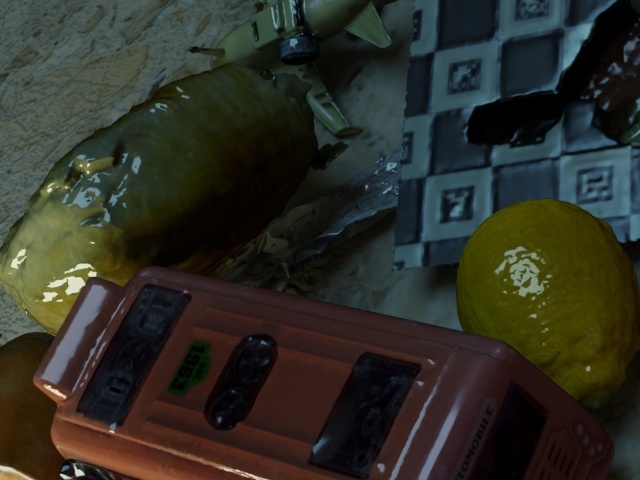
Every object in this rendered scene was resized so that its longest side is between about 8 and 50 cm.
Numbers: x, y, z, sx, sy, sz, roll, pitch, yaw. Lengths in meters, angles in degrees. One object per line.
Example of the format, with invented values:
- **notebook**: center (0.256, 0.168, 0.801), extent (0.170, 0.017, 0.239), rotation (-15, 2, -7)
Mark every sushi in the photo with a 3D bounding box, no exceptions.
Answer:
- **sushi**: center (0.245, -0.139, 1.508), extent (0.359, 0.064, 0.343), rotation (-8, 63, 27)

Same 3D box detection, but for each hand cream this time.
- **hand cream**: center (-0.002, -0.002, 1.607), extent (0.257, 0.050, 0.084), rotation (-36, 40, 3)

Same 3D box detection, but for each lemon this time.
- **lemon**: center (0.178, 0.052, 1.359), extent (0.142, 0.142, 0.187), rotation (-29, 56, 15)

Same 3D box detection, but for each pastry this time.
- **pastry**: center (-0.145, -0.025, 1.571), extent (0.330, 0.329, 0.136), rotation (-40, 82, 4)

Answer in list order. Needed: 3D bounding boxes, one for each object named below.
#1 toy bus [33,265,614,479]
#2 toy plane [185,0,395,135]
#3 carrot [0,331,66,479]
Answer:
- **toy bus**: center (-0.013, 0.156, 1.351), extent (0.427, 0.233, 0.203), rotation (10, 65, 41)
- **toy plane**: center (-0.028, -0.210, 1.734), extent (0.256, 0.104, 0.242), rotation (-16, 80, 37)
- **carrot**: center (-0.277, 0.182, 1.614), extent (0.159, 0.159, 0.225), rotation (-22, 34, 22)
